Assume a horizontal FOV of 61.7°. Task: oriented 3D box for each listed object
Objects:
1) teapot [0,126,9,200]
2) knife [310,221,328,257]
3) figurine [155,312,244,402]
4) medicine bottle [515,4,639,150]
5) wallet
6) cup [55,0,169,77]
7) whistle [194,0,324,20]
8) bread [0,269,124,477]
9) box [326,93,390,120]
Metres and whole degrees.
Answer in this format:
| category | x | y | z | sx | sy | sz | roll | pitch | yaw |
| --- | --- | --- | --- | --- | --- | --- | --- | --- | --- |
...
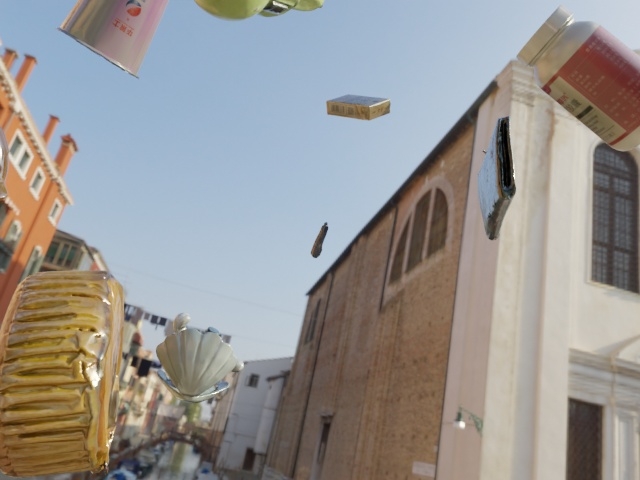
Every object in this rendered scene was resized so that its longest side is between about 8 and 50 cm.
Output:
| category | x | y | z | sx | sy | sz | roll | pitch | yaw |
| --- | --- | --- | --- | --- | --- | --- | --- | --- | --- |
| teapot | -0.344 | -0.088 | 0.498 | 0.078 | 0.098 | 0.129 | -6 | -66 | 52 |
| knife | 0.000 | 0.000 | 1.424 | 0.031 | 0.018 | 0.121 | -12 | -40 | -38 |
| figurine | -0.130 | 0.129 | 0.583 | 0.094 | 0.086 | 0.082 | 12 | 7 | -9 |
| medicine bottle | 0.463 | -0.273 | 0.904 | 0.250 | 0.131 | 0.131 | 42 | -22 | 5 |
| wallet | 0.411 | -0.129 | 1.269 | 0.046 | 0.190 | 0.379 | -4 | -15 | 11 |
| cup | -0.434 | -0.544 | 1.215 | 0.203 | 0.288 | 0.203 | 31 | 6 | -3 |
| whistle | -0.091 | -0.390 | 0.771 | 0.141 | 0.294 | 0.141 | 11 | -63 | 22 |
| bread | -0.254 | 0.128 | 0.527 | 0.104 | 0.199 | 0.199 | 1 | -19 | -15 |
| box | 0.056 | -0.200 | 0.802 | 0.083 | 0.053 | 0.024 | 17 | -56 | 39 |
